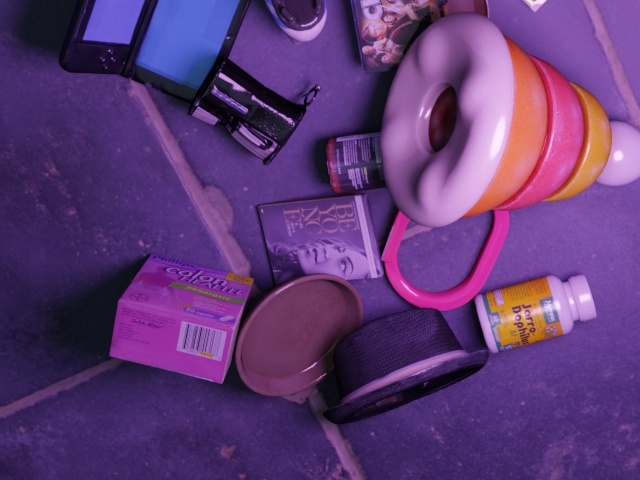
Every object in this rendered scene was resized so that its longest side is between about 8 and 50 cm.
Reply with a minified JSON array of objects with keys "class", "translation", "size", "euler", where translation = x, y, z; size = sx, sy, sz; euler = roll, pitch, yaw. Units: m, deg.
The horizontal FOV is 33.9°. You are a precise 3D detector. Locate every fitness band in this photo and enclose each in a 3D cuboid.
[{"class":"fitness band","translation":[0.234,-0.004,1.981],"size":[0.209,0.054,0.291],"euler":[20,111,-5]}]

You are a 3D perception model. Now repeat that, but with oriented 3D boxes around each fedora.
[{"class":"fedora","translation":[0.142,0.224,1.986],"size":[0.334,0.334,0.153],"euler":[-25,75,13]}]

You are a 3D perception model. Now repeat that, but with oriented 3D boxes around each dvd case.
[{"class":"dvd case","translation":[0.000,0.000,1.992],"size":[0.221,0.018,0.165],"euler":[-5,109,21]}]

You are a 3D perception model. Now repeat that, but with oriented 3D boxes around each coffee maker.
[{"class":"coffee maker","translation":[-0.124,-0.253,1.893],"size":[0.178,0.120,0.171],"euler":[34,83,-16]}]

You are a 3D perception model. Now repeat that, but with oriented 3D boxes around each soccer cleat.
[{"class":"soccer cleat","translation":[-0.082,-0.491,1.812],"size":[0.116,0.143,0.331],"euler":[-18,83,-5]}]

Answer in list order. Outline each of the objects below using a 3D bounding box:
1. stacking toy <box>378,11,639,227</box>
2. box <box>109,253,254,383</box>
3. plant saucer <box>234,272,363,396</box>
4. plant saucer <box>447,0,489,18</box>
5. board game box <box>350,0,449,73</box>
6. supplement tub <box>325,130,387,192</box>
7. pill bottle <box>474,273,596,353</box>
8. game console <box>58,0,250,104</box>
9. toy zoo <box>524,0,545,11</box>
[{"class":"stacking toy","translation":[0.373,-0.167,1.777],"size":[0.479,0.350,0.351],"euler":[9,112,-25]},{"class":"box","translation":[-0.254,0.141,1.971],"size":[0.213,0.243,0.117],"euler":[14,109,1]},{"class":"plant saucer","translation":[-0.044,0.176,2.002],"size":[0.278,0.041,0.278],"euler":[-18,128,-24]},{"class":"plant saucer","translation":[0.197,-0.397,1.854],"size":[0.198,0.036,0.199],"euler":[2,108,5]},{"class":"board game box","translation":[0.134,-0.421,1.809],"size":[0.165,0.042,0.243],"euler":[-9,108,8]},{"class":"supplement tub","translation":[0.112,-0.147,1.912],"size":[0.197,0.106,0.106],"euler":[-6,108,7]},{"class":"pill bottle","translation":[0.404,0.132,1.973],"size":[0.208,0.117,0.118],"euler":[-16,107,9]},{"class":"game console","translation":[-0.279,-0.395,1.834],"size":[0.173,0.250,0.293],"euler":[32,111,22]},{"class":"toy zoo","translation":[0.330,-0.560,1.787],"size":[0.293,0.030,0.192],"euler":[42,107,-10]}]
